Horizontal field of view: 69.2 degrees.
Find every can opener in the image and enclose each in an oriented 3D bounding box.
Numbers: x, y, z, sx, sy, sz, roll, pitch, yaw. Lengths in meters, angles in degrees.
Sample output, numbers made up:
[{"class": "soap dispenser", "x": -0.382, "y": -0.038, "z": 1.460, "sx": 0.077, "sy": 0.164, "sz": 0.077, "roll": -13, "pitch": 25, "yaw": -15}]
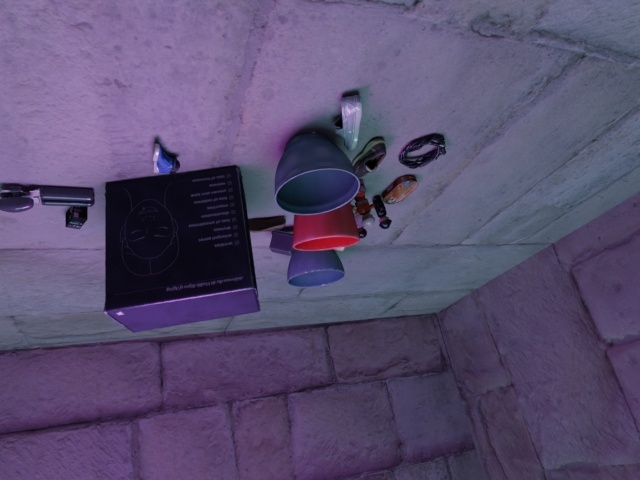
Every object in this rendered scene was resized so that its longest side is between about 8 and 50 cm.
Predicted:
[{"class": "can opener", "x": -0.924, "y": -0.129, "z": 1.573, "sx": 0.283, "sy": 0.095, "sz": 0.076, "roll": 1, "pitch": 153, "yaw": -25}]

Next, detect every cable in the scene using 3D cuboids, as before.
[{"class": "cable", "x": 0.389, "y": -0.336, "z": 1.772, "sx": 0.184, "sy": 0.047, "sz": 0.150, "roll": -16, "pitch": 155, "yaw": 10}]

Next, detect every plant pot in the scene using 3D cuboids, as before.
[{"class": "plant pot", "x": 0.013, "y": -0.102, "z": 1.826, "sx": 0.274, "sy": 0.243, "sz": 0.275, "roll": -5, "pitch": 169, "yaw": -1}, {"class": "plant pot", "x": -0.033, "y": 0.103, "z": 2.334, "sx": 0.290, "sy": 0.196, "sz": 0.290, "roll": -7, "pitch": 160, "yaw": -3}, {"class": "plant pot", "x": -0.026, "y": -0.244, "z": 1.605, "sx": 0.292, "sy": 0.196, "sz": 0.293, "roll": -9, "pitch": 156, "yaw": -4}]

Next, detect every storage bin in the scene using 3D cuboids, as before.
[{"class": "storage bin", "x": -0.173, "y": 0.017, "z": 2.168, "sx": 0.135, "sy": 0.091, "sz": 0.098, "roll": 13, "pitch": 159, "yaw": 13}]

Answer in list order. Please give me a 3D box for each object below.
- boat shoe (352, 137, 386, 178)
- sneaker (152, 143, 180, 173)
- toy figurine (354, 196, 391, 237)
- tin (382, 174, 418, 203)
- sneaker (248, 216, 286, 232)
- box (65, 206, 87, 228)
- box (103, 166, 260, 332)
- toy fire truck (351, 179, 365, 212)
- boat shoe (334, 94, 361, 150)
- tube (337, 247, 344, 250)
[{"class": "boat shoe", "x": 0.180, "y": -0.291, "z": 1.743, "sx": 0.080, "sy": 0.074, "sz": 0.223, "roll": 0, "pitch": 153, "yaw": -24}, {"class": "sneaker", "x": -0.501, "y": -0.264, "z": 1.513, "sx": 0.084, "sy": 0.058, "sz": 0.152, "roll": 3, "pitch": 156, "yaw": -17}, {"class": "toy figurine", "x": 0.183, "y": -0.094, "z": 2.042, "sx": 0.209, "sy": 0.148, "sz": 0.213, "roll": -29, "pitch": 162, "yaw": 33}, {"class": "tin", "x": 0.344, "y": -0.220, "z": 2.016, "sx": 0.106, "sy": 0.040, "sz": 0.190, "roll": 7, "pitch": 150, "yaw": -27}, {"class": "sneaker", "x": -0.246, "y": -0.059, "z": 2.062, "sx": 0.188, "sy": 0.066, "sz": 0.071, "roll": -6, "pitch": 156, "yaw": -11}, {"class": "box", "x": -0.900, "y": -0.088, "z": 1.710, "sx": 0.052, "sy": 0.062, "sz": 0.083, "roll": 12, "pitch": 147, "yaw": -43}, {"class": "box", "x": -0.487, "y": 0.034, "z": 1.668, "sx": 0.479, "sy": 0.472, "sz": 0.297, "roll": -8, "pitch": 155, "yaw": -6}, {"class": "toy fire truck", "x": 0.116, "y": -0.153, "z": 1.937, "sx": 0.047, "sy": 0.135, "sz": 0.192, "roll": 13, "pitch": 146, "yaw": -43}, {"class": "boat shoe", "x": 0.085, "y": -0.383, "z": 1.515, "sx": 0.081, "sy": 0.079, "sz": 0.228, "roll": 0, "pitch": 150, "yaw": -3}, {"class": "tube", "x": 0.000, "y": 0.000, "z": 2.240, "sx": 0.240, "sy": 0.062, "sz": 0.070, "roll": 12, "pitch": 147, "yaw": -16}]
